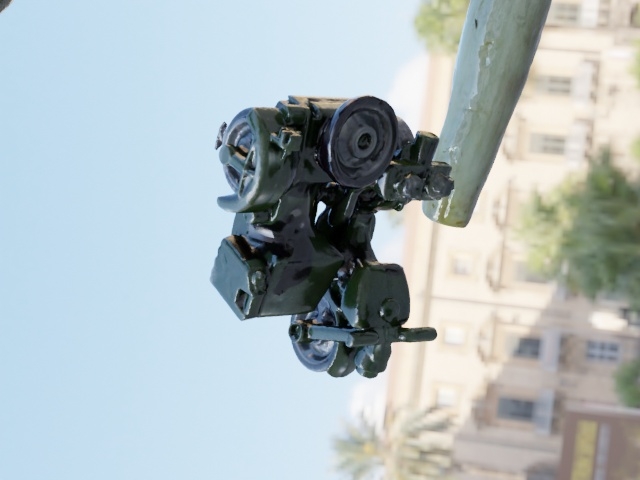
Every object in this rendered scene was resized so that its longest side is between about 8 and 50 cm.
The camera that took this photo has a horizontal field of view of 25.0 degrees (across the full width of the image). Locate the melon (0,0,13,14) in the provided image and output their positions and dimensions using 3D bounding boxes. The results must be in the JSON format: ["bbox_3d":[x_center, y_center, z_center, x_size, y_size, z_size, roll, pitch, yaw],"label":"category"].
[{"bbox_3d":[-0.278,-0.183,1.023,0.162,0.099,0.099,-33,-40,-23],"label":"melon"}]

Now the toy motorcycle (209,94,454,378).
[{"bbox_3d":[0.000,0.000,1.168,0.205,0.127,0.275,-3,-62,-40],"label":"toy motorcycle"}]

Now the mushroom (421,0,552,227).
[{"bbox_3d":[0.182,-0.180,1.559,0.107,0.087,0.333,-74,1,-74],"label":"mushroom"}]
